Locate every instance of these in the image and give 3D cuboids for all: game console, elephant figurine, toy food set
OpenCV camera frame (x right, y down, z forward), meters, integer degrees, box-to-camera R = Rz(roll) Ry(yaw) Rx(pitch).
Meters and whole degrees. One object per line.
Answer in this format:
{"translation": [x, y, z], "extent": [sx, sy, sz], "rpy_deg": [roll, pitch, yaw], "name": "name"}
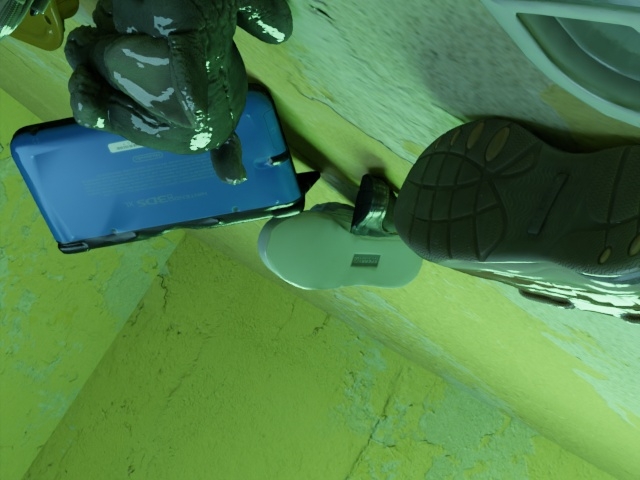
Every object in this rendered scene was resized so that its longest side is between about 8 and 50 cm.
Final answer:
{"translation": [-0.167, -0.094, 1.410], "extent": [0.173, 0.293, 0.250], "rpy_deg": [-90, -13, -48], "name": "game console"}
{"translation": [-0.111, -0.161, 0.948], "extent": [0.186, 0.169, 0.239], "rpy_deg": [6, 165, -21], "name": "elephant figurine"}
{"translation": [-0.337, -0.293, 1.362], "extent": [0.218, 0.071, 0.128], "rpy_deg": [25, 146, 36], "name": "toy food set"}

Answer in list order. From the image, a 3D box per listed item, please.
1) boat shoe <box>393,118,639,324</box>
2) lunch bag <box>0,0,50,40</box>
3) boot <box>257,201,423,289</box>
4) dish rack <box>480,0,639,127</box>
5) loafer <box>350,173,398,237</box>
{"translation": [0.168, -0.003, 0.869], "extent": [0.116, 0.123, 0.324], "rpy_deg": [35, 174, -30], "name": "boat shoe"}
{"translation": [-0.408, -0.281, 1.084], "extent": [0.305, 0.213, 0.256], "rpy_deg": [29, 165, -31], "name": "lunch bag"}
{"translation": [0.000, 0.000, 1.497], "extent": [0.258, 0.095, 0.123], "rpy_deg": [12, -167, -43], "name": "boot"}
{"translation": [0.125, -0.131, 0.384], "extent": [0.333, 0.072, 0.285], "rpy_deg": [39, 171, -40], "name": "dish rack"}
{"translation": [0.070, -0.036, 1.353], "extent": [0.061, 0.062, 0.170], "rpy_deg": [11, 176, 0], "name": "loafer"}
